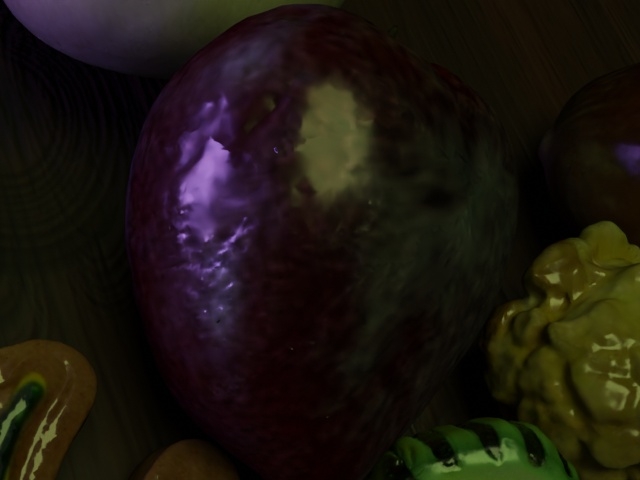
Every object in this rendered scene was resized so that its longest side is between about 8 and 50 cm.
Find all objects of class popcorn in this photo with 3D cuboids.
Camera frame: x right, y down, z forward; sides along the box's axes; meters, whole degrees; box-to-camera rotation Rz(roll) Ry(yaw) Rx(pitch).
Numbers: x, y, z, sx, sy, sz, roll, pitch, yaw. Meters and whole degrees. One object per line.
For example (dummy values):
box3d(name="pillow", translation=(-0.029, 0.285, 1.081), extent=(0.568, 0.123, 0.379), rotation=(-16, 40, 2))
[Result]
box3d(name="popcorn", translation=(0.194, 0.079, 0.662), extent=(0.180, 0.180, 0.170), rotation=(11, 14, -20))

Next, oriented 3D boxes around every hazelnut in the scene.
box3d(name="hazelnut", translation=(0.273, -0.053, 0.777), extent=(0.214, 0.176, 0.214), rotation=(5, 26, -2))

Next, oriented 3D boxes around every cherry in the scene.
box3d(name="cherry", translation=(0.000, 0.000, 0.578), extent=(0.230, 0.203, 0.300), rotation=(26, 70, -52))

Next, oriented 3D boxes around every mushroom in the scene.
box3d(name="mushroom", translation=(-0.097, -0.216, 0.651), extent=(0.246, 0.202, 0.246), rotation=(-3, 34, 2))

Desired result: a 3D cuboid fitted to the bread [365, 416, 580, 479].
box3d(name="bread", translation=(0.088, 0.165, 0.594), extent=(0.139, 0.130, 0.071), rotation=(-4, 17, -9))

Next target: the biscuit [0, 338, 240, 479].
box3d(name="biscuit", translation=(-0.168, 0.202, 0.464), extent=(0.202, 0.047, 0.334), rotation=(39, 55, -8))
